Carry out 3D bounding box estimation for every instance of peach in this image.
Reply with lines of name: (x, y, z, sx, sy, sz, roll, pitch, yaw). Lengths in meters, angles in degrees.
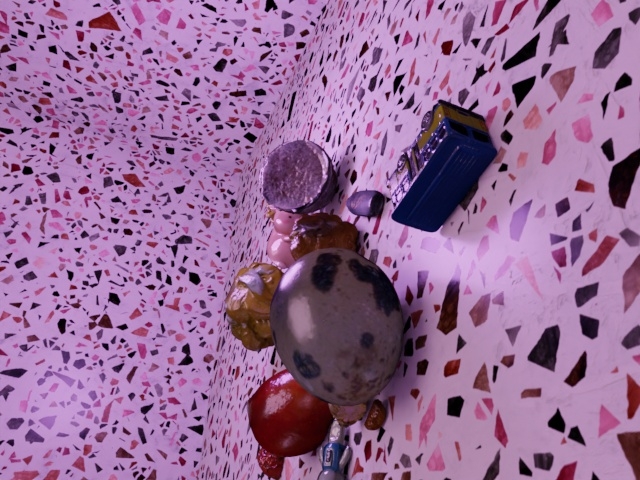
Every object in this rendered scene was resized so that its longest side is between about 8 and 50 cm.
peach: (-0.062, 0.522, 1.961, 0.338, 0.281, 0.281, -33, 31, 11)

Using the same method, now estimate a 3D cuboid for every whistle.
whistle: (0.037, 0.618, 1.727, 0.114, 0.077, 0.236, -15, 50, 35)

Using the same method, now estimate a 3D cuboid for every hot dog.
hot dog: (0.143, 0.452, 1.600, 0.058, 0.035, 0.083, -122, 50, -65)

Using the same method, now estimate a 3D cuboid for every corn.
corn: (0.058, 0.377, 1.763, 0.305, 0.122, 0.123, -100, 9, -48)

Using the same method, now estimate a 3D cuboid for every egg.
egg: (0.042, 0.218, 1.591, 0.428, 0.344, 0.345, -97, 28, -45)

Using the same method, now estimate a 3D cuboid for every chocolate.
chocolate: (-0.064, -0.220, 2.417, 0.213, 0.303, 0.303, 34, -115, -62)

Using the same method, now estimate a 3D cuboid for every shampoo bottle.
shampoo bottle: (0.142, -0.123, 2.039, 0.233, 0.049, 0.087, -166, 93, -72)

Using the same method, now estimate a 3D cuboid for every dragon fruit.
dragon fruit: (-0.178, 0.766, 2.233, 0.162, 0.083, 0.106, -104, 36, -60)

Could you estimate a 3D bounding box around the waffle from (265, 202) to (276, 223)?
waffle: (-0.153, -0.185, 2.687, 0.056, 0.250, 0.261, 9, 79, 36)

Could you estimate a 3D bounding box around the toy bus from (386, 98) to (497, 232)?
toy bus: (0.285, -0.177, 1.521, 0.175, 0.138, 0.288, -93, 26, -46)

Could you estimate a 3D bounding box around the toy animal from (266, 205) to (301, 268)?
toy animal: (-0.128, -0.024, 2.539, 0.213, 0.195, 0.256, 30, 102, 62)

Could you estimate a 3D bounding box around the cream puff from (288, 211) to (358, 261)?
cream puff: (0.000, 0.000, 2.049, 0.241, 0.269, 0.155, 23, 131, 37)

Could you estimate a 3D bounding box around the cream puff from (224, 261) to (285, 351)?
cream puff: (-0.209, 0.264, 2.471, 0.378, 0.275, 0.379, 4, -90, -77)
